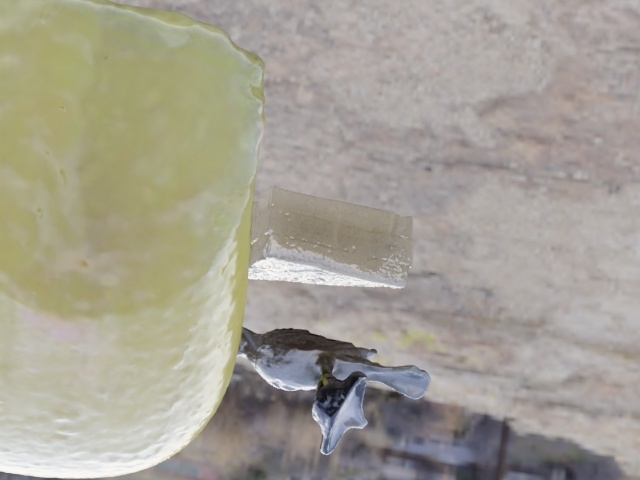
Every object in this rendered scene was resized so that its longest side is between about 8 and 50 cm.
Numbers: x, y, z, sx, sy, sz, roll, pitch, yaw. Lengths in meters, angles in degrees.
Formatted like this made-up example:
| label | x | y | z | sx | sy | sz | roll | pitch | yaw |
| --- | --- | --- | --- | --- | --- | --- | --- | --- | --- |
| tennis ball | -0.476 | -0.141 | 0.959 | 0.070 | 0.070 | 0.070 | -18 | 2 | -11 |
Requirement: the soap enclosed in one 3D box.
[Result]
| label | x | y | z | sx | sy | sz | roll | pitch | yaw |
| --- | --- | --- | --- | --- | --- | --- | --- | --- | --- |
| soap | -0.200 | 0.023 | 0.871 | 0.306 | 0.115 | 0.427 | 7 | 134 | -7 |

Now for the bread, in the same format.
| label | x | y | z | sx | sy | sz | roll | pitch | yaw |
| --- | --- | --- | --- | --- | --- | --- | --- | --- | --- |
| bread | 0.000 | 0.006 | 1.258 | 0.152 | 0.077 | 0.105 | 15 | 163 | -18 |

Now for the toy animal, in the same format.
| label | x | y | z | sx | sy | sz | roll | pitch | yaw |
| --- | --- | --- | --- | --- | --- | --- | --- | --- | --- |
| toy animal | -0.018 | 0.106 | 1.119 | 0.202 | 0.105 | 0.070 | 18 | 127 | 27 |
